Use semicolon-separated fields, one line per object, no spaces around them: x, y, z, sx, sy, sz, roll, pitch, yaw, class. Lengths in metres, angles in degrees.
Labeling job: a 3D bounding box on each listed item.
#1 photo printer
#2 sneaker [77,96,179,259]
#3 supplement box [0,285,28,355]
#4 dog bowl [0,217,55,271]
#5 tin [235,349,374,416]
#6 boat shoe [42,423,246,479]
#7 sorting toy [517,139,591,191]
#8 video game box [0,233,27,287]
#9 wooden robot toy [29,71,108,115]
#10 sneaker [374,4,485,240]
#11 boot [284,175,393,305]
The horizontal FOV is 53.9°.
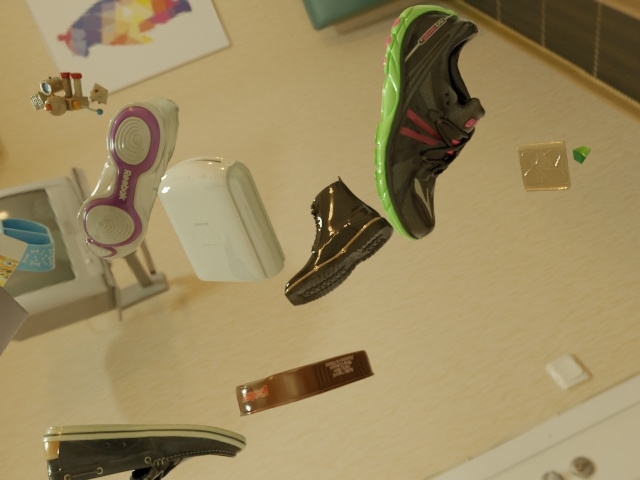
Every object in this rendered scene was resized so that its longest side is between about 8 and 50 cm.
-0.240;-0.051;1.488;0.256;0.107;0.307;-1;119;37;photo printer
-0.302;-0.098;1.044;0.114;0.305;0.152;29;-153;-4;sneaker
-0.481;0.099;0.727;0.073;0.240;0.130;75;-149;-51;supplement box
-0.849;0.007;1.805;0.297;0.166;0.074;33;109;57;dog bowl
-0.016;0.159;0.715;0.190;0.106;0.040;0;-114;-55;tin
-0.432;0.541;1.584;0.187;0.500;0.155;144;128;-58;boat shoe
0.283;-0.091;0.760;0.083;0.012;0.062;0;113;37;sorting toy
-0.659;0.015;1.137;0.187;0.205;0.048;-30;43;50;video game box
-0.460;-0.252;1.107;0.079;0.173;0.076;-44;-44;-52;wooden robot toy
0.225;-0.223;1.284;0.185;0.202;0.482;-39;-46;-63;sneaker
0.000;0.000;1.010;0.137;0.198;0.077;50;172;29;boot
